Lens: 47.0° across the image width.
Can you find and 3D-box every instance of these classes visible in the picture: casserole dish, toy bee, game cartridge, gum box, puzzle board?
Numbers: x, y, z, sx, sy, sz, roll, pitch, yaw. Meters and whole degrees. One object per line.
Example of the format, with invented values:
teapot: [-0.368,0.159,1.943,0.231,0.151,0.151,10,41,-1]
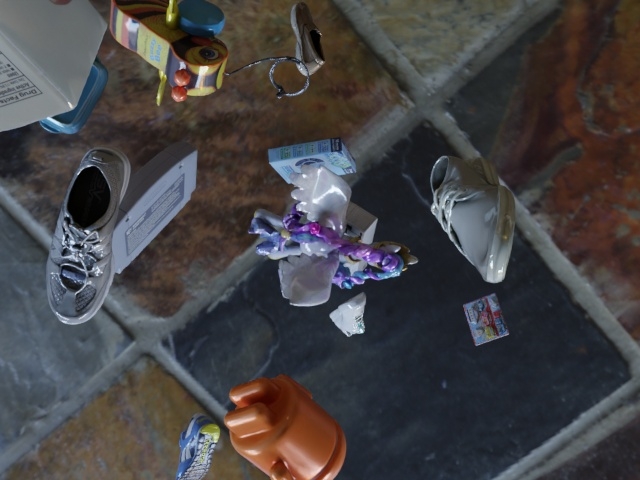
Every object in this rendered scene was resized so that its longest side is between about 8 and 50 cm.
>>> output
casserole dish: [-0.518,-0.310,1.517,0.114,0.037,0.188,29,88,-12]
toy bee: [-0.187,-0.270,1.022,0.298,0.162,0.195,12,129,21]
game cartridge: [-0.371,-0.075,1.577,0.062,0.297,0.198,29,146,13]
gum box: [-0.018,-0.197,1.834,0.184,0.157,0.041,-8,73,13]
puzzle board: [0.453,0.215,2.019,0.096,0.128,0.011,-23,145,17]

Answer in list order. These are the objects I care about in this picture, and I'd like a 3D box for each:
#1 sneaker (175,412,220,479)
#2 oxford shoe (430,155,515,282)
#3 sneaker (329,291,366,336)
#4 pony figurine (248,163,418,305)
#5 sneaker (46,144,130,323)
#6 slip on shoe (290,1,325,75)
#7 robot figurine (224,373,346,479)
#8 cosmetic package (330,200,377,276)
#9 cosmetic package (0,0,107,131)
sneaker: [-0.223,0.371,1.302,0.053,0.059,0.144,11,109,-43]
oxford shoe: [0.276,-0.051,1.379,0.130,0.449,0.169,9,114,-1]
sneaker: [0.092,0.204,1.966,0.080,0.212,0.094,-27,79,-18]
pony figurine: [0.000,0.000,1.691,0.351,0.363,0.303,15,87,-41]
sneaker: [-0.367,-0.008,1.113,0.105,0.115,0.281,11,95,-3]
slip on shoe: [-0.017,-0.327,1.171,0.041,0.135,0.051,-21,147,33]
robot figurine: [-0.047,0.289,1.084,0.128,0.158,0.219,-46,124,-4]
cosmetic package: [0.075,0.000,1.857,0.099,0.239,0.060,35,63,17]
cosmetic package: [-0.345,-0.240,0.635,0.153,0.129,0.296,-9,142,23]
